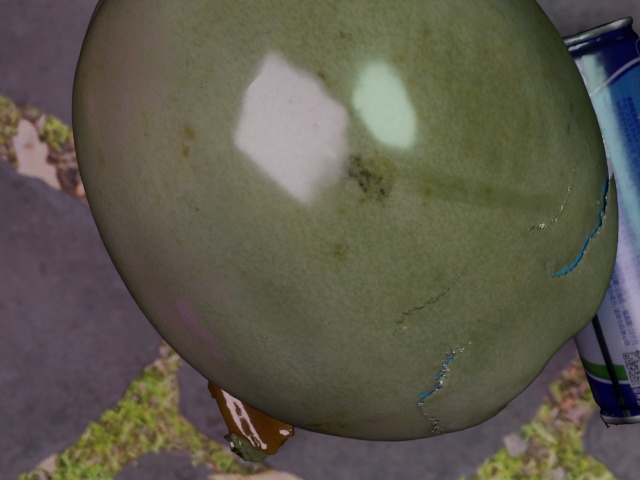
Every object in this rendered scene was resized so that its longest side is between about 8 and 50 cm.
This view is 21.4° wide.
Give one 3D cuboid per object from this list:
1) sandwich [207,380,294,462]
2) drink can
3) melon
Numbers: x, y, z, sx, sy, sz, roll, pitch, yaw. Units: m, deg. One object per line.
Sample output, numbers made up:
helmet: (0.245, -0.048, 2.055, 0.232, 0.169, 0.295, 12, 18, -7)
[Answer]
sandwich: (0.000, 0.000, 1.084, 0.212, 0.063, 0.245, -21, 95, 12)
drink can: (0.180, -0.011, 1.030, 0.097, 0.097, 0.235, -18, 95, 13)
melon: (0.015, -0.035, 0.919, 0.268, 0.268, 0.330, -33, 115, 14)
